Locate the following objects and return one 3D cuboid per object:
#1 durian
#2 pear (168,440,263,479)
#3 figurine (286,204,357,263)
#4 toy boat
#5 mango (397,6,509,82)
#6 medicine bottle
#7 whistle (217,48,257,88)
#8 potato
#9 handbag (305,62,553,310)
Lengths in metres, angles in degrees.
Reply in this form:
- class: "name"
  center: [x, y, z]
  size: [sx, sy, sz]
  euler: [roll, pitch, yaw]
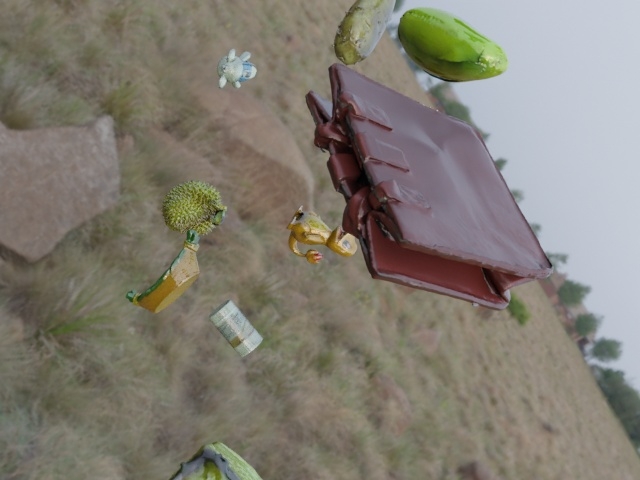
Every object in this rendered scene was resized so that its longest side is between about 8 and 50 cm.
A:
- class: "durian"
  center: [-0.353, -0.096, 2.090]
  size: [0.159, 0.198, 0.146]
  euler: [16, 61, -23]
- class: "pear"
  center: [-0.174, 0.399, 1.008]
  size: [0.164, 0.238, 0.255]
  euler: [44, -10, 7]
- class: "figurine"
  center: [0.001, 0.004, 1.829]
  size: [0.176, 0.122, 0.121]
  euler: [19, 28, 6]
- class: "toy boat"
  center: [-0.339, 0.079, 1.706]
  size: [0.088, 0.229, 0.089]
  euler: [49, 10, 11]
- class: "mango"
  center: [0.231, -0.338, 1.342]
  size: [0.232, 0.111, 0.125]
  euler: [34, 15, 34]
- class: "medicine bottle"
  center: [-0.135, 0.140, 1.210]
  size: [0.083, 0.047, 0.047]
  euler: [52, 14, -8]
- class: "whistle"
  center: [-0.237, -0.488, 2.167]
  size: [0.077, 0.114, 0.235]
  euler: [23, 15, 10]
- class: "potato"
  center: [0.098, -0.466, 1.595]
  size: [0.090, 0.226, 0.117]
  euler: [29, -14, -1]
- class: "handbag"
  center: [0.122, -0.059, 0.863]
  size: [0.275, 0.084, 0.260]
  euler: [12, 48, -43]
